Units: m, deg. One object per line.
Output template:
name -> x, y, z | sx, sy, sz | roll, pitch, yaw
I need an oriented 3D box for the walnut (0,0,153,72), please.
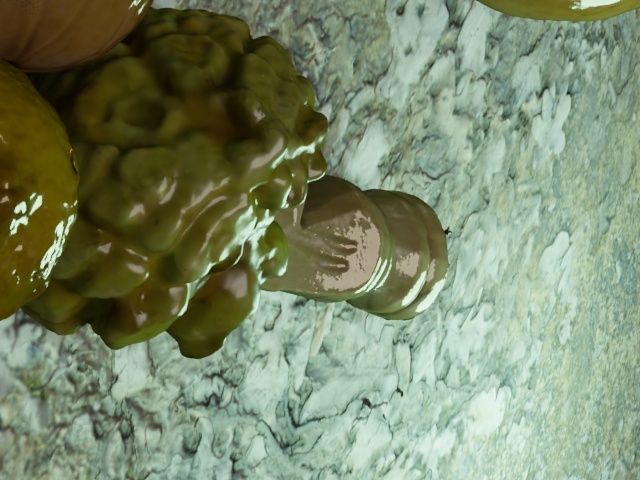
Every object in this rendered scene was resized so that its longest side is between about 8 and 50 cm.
walnut -> -0.186, -0.219, 0.916 | 0.195, 0.195, 0.221 | -7, 99, -57

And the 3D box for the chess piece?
chess piece -> 0.000, 0.000, 1.374 | 0.301, 0.137, 0.137 | 11, 92, -55

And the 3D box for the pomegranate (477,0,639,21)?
pomegranate -> 0.229, -0.407, 1.362 | 0.411, 0.411, 0.411 | -29, 125, -51

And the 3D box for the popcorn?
popcorn -> -0.119, -0.045, 1.065 | 0.270, 0.224, 0.258 | -16, 132, -65

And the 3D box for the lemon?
lemon -> -0.247, -0.030, 0.864 | 0.192, 0.231, 0.192 | -3, 96, -37
